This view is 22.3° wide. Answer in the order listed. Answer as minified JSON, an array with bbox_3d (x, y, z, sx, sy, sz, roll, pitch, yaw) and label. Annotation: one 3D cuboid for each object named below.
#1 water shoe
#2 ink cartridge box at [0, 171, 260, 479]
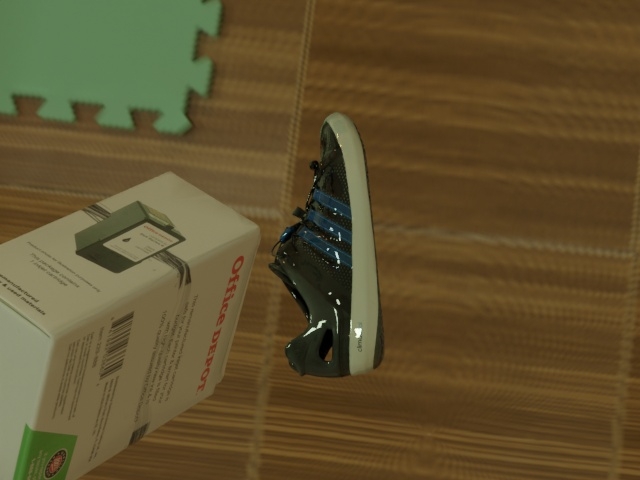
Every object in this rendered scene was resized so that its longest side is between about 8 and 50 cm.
[{"bbox_3d":[0.000,0.000,1.189,0.080,0.073,0.203,-6,69,1],"label":"water shoe"},{"bbox_3d":[-0.202,0.087,1.456,0.121,0.289,0.211,32,123,22],"label":"ink cartridge box"}]
